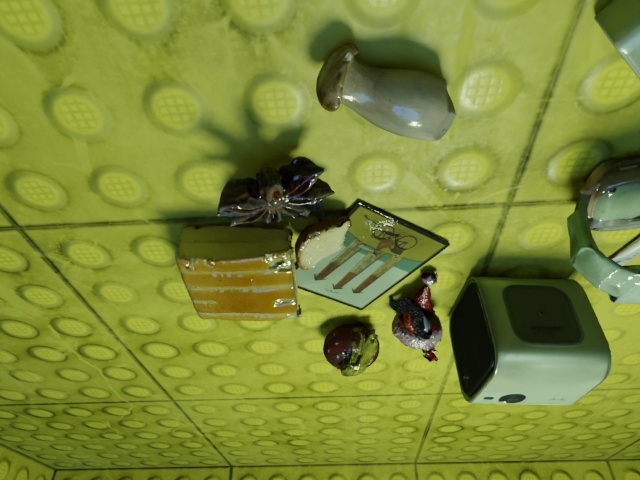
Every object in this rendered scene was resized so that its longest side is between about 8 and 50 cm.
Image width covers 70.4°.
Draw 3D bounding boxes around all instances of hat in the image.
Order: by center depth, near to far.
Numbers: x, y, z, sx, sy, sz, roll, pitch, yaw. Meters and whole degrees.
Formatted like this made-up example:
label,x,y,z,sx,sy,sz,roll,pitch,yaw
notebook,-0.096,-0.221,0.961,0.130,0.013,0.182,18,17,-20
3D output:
label,x,y,z,sx,sy,sz,roll,pitch,yaw
hat,0.248,0.170,1.097,0.128,0.140,0.228,-5,129,-10

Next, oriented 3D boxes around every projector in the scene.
label,x,y,z,sx,sy,sz,roll,pitch,yaw
projector,0.467,0.235,1.063,0.249,0.248,0.249,2,140,-2

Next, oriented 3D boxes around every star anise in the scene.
label,x,y,z,sx,sy,sz,roll,pitch,yaw
star anise,-0.074,-0.078,0.803,0.230,0.081,0.262,-32,161,33

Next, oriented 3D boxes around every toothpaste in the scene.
label,x,y,z,sx,sy,sz,roll,pitch,yaw
toothpaste,0.687,-0.001,0.951,0.048,0.031,0.190,6,144,-12

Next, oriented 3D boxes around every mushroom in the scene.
label,x,y,z,sx,sy,sz,roll,pitch,yaw
mushroom,0.100,-0.207,0.652,0.212,0.088,0.097,19,128,-12

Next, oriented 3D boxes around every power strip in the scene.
label,x,y,z,sx,sy,sz,roll,pitch,yaw
power strip,0.522,-0.206,0.651,0.385,0.091,0.062,27,135,-29

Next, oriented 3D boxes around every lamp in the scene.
label,x,y,z,sx,sy,sz,roll,pitch,yaw
lamp,0.084,0.305,1.239,0.156,0.135,0.157,-6,142,8

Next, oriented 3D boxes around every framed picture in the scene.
label,x,y,z,sx,sy,sz,roll,pitch,yaw
framed picture,0.091,0.051,1.027,0.244,0.013,0.324,22,135,-24

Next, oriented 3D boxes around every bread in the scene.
label,x,y,z,sx,sy,sz,roll,pitch,yaw
bread,0.000,0.000,0.904,0.126,0.044,0.129,-25,150,-20
bread,-0.163,0.074,0.972,0.245,0.111,0.239,1,140,2

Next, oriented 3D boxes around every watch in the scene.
label,x,y,z,sx,sy,sz,roll,pitch,yaw
watch,0.558,-0.014,0.767,0.253,0.241,0.162,-10,138,11
